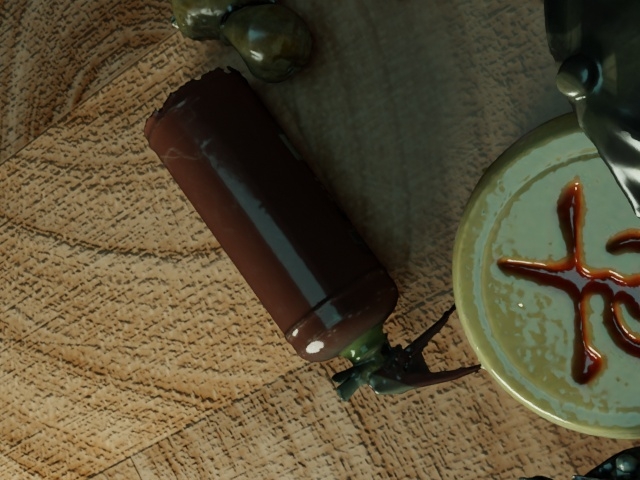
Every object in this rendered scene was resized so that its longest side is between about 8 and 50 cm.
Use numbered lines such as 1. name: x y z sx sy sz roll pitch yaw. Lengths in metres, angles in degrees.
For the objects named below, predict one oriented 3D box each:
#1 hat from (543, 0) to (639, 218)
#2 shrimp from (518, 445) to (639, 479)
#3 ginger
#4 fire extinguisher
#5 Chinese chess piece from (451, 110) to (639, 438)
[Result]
1. hat: 0.335 -0.183 0.520 0.381 0.257 0.366 -33 82 34
2. shrimp: 0.352 0.191 0.619 0.410 0.221 0.166 -12 56 3
3. ginger: -0.088 -0.218 0.807 0.104 0.080 0.204 -39 78 6
4. fire extinguisher: 0.000 0.000 0.791 0.147 0.106 0.337 -37 82 1
5. Chinese chess piece: 0.222 0.024 0.692 0.250 0.097 0.251 3 97 24
